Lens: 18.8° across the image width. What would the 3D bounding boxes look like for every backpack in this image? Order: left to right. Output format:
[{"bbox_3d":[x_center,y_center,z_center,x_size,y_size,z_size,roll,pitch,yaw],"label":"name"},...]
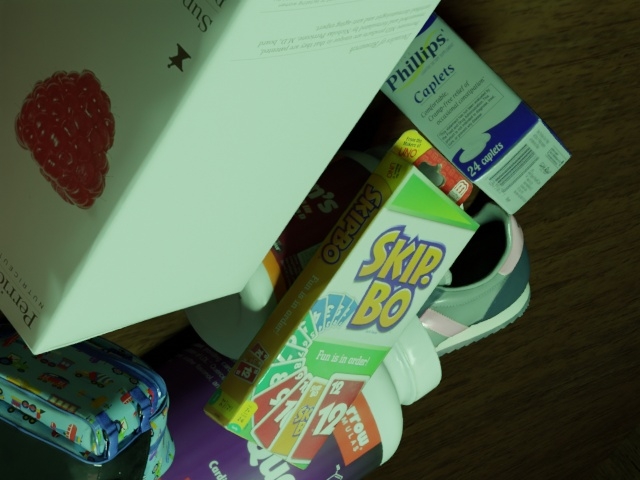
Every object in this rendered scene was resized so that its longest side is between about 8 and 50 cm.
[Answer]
[{"bbox_3d":[-0.183,0.126,1.434,0.173,0.158,0.117,-33,145,-57],"label":"backpack"}]

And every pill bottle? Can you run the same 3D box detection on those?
[{"bbox_3d":[-0.058,0.162,1.679,0.323,0.181,0.181,-33,159,-18],"label":"pill bottle"},{"bbox_3d":[0.000,0.000,1.526,0.221,0.121,0.121,-26,156,-34],"label":"pill bottle"}]

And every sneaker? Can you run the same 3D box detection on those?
[{"bbox_3d":[0.066,0.068,1.849,0.319,0.112,0.131,-34,143,-23],"label":"sneaker"}]

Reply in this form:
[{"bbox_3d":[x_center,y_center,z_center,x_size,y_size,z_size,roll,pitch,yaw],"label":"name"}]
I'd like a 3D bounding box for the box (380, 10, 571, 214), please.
[{"bbox_3d":[0.113,-0.100,1.489,0.072,0.137,0.126,-45,160,5],"label":"box"}]

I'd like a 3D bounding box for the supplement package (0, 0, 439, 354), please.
[{"bbox_3d":[-0.087,-0.108,1.062,0.175,0.177,0.293,-17,149,-48],"label":"supplement package"}]

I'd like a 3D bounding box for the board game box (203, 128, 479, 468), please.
[{"bbox_3d":[0.025,0.046,1.461,0.259,0.039,0.124,-56,145,-2],"label":"board game box"}]
